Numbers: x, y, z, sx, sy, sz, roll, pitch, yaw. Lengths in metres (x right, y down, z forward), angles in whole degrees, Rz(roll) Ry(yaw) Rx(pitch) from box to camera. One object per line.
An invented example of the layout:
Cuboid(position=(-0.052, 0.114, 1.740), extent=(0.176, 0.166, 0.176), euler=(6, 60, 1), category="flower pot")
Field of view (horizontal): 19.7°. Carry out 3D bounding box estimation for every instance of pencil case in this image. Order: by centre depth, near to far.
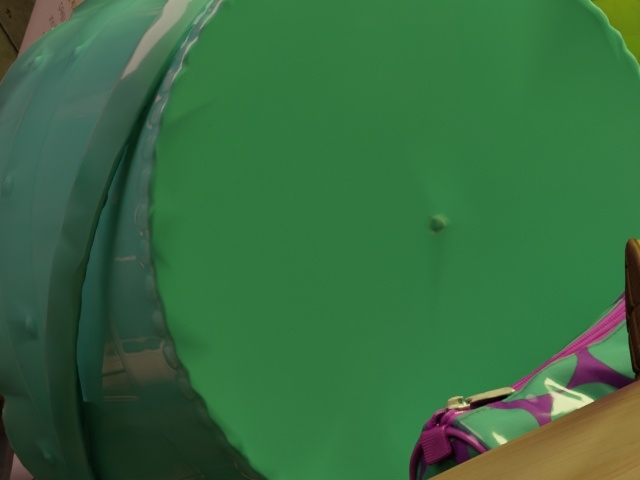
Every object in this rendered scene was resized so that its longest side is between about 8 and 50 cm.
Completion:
Cuboid(position=(0.106, 0.056, 0.673), extent=(0.151, 0.070, 0.064), euler=(-34, 12, -27), category="pencil case")

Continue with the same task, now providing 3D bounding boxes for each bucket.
Cuboid(position=(0.000, 0.000, 0.761), extent=(0.281, 0.281, 0.183), euler=(-35, 12, -27), category="bucket")

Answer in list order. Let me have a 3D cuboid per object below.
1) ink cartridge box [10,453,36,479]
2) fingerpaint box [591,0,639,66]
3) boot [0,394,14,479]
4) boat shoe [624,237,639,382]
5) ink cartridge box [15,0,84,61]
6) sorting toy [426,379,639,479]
Cuboid(position=(-0.163, 0.146, 1.228), extent=(0.330, 0.071, 0.324), euler=(-24, 11, 41), category="ink cartridge box")
Cuboid(position=(0.220, -0.148, 1.081), extent=(0.371, 0.163, 0.445), euler=(-44, 12, -25), category="fingerpaint box")
Cuboid(position=(-0.257, 0.183, 1.021), extent=(0.123, 0.095, 0.258), euler=(0, 64, 52), category="boot")
Cuboid(position=(0.128, 0.036, 0.558), extent=(0.060, 0.064, 0.178), euler=(-9, -17, 15), category="boat shoe")
Cuboid(position=(-0.053, -0.114, 1.038), extent=(0.385, 0.160, 0.279), euler=(-65, 28, 29), category="ink cartridge box")
Cuboid(position=(0.075, 0.110, 0.366), extent=(0.257, 0.089, 0.255), euler=(-28, 8, 23), category="sorting toy")
